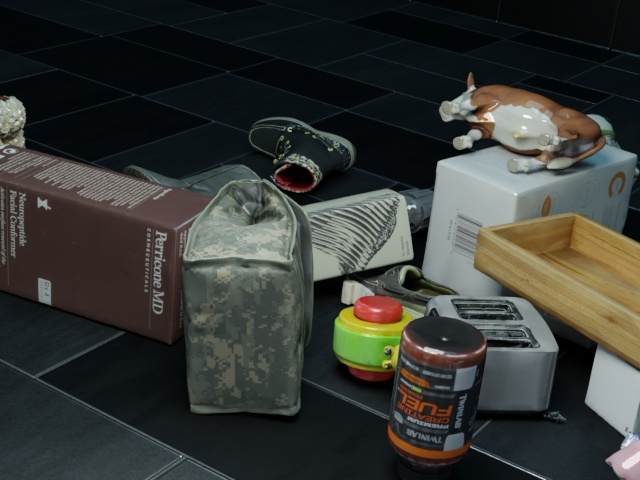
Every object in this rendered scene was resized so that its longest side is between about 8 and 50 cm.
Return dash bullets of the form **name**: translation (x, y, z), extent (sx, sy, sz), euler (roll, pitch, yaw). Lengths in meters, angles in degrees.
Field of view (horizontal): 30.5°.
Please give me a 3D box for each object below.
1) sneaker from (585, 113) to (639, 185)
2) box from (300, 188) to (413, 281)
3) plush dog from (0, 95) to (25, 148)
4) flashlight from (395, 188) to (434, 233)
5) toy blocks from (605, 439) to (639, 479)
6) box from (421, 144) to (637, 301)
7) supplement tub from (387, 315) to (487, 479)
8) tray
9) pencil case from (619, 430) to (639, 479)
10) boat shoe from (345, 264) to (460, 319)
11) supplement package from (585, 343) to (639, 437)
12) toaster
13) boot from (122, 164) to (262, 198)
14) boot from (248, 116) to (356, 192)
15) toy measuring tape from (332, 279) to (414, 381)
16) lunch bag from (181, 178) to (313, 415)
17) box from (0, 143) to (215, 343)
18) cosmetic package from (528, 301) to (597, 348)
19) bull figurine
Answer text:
- **sneaker**: translation (0.502, -0.137, 2.351), extent (0.410, 0.158, 0.182), euler (-21, 53, -38)
- **box**: translation (0.000, 0.000, 1.852), extent (0.275, 0.113, 0.094), euler (-13, 14, -13)
- **plush dog**: translation (-0.599, -0.097, 1.966), extent (0.262, 0.211, 0.225), euler (-12, 28, 32)
- **flashlight**: translation (0.091, -0.031, 2.041), extent (0.304, 0.103, 0.103), euler (-15, 58, -41)
- **toy blocks**: translation (0.403, 0.375, 1.138), extent (0.260, 0.309, 0.288), euler (-41, 31, 3)
- **box**: translation (0.355, -0.041, 1.983), extent (0.345, 0.215, 0.168), euler (-16, 32, -41)
- **supplement tub**: translation (0.138, 0.198, 1.418), extent (0.106, 0.198, 0.106), euler (4, 24, -2)
- **tray**: translation (0.428, 0.075, 1.668), extent (0.202, 0.076, 0.411), euler (-10, 26, -31)
- **pencil case**: translation (0.499, 0.303, 1.362), extent (0.306, 0.133, 0.119), euler (18, 0, 22)
- **boat shoe**: translation (0.136, 0.073, 1.847), extent (0.223, 0.073, 0.080), euler (26, 31, 37)
- **supplement package**: translation (0.475, 0.195, 1.623), extent (0.179, 0.105, 0.105), euler (-7, 28, -26)
- **toaster**: translation (0.236, 0.162, 1.631), extent (0.185, 0.110, 0.168), euler (2, 25, -9)
- **boot**: translation (-0.232, -0.106, 2.152), extent (0.189, 0.076, 0.208), euler (33, 39, 19)
- **boot**: translation (-0.067, -0.172, 2.329), extent (0.236, 0.085, 0.178), euler (17, 28, 20)
- **toy measuring tape**: translation (0.054, 0.120, 1.696), extent (0.121, 0.121, 0.330), euler (-2, 16, -19)
- **lunch bag**: translation (-0.094, 0.068, 1.602), extent (0.169, 0.235, 0.287), euler (1, 25, 1)
- **box**: translation (-0.349, 0.000, 1.749), extent (0.381, 0.191, 0.143), euler (14, 25, 18)
- **cosmetic package**: translation (0.450, 0.077, 1.885), extent (0.127, 0.107, 0.238), euler (23, 32, 38)
- **bull figurine**: translation (0.310, -0.194, 1.935), extent (0.310, 0.101, 0.188), euler (19, 30, 33)
